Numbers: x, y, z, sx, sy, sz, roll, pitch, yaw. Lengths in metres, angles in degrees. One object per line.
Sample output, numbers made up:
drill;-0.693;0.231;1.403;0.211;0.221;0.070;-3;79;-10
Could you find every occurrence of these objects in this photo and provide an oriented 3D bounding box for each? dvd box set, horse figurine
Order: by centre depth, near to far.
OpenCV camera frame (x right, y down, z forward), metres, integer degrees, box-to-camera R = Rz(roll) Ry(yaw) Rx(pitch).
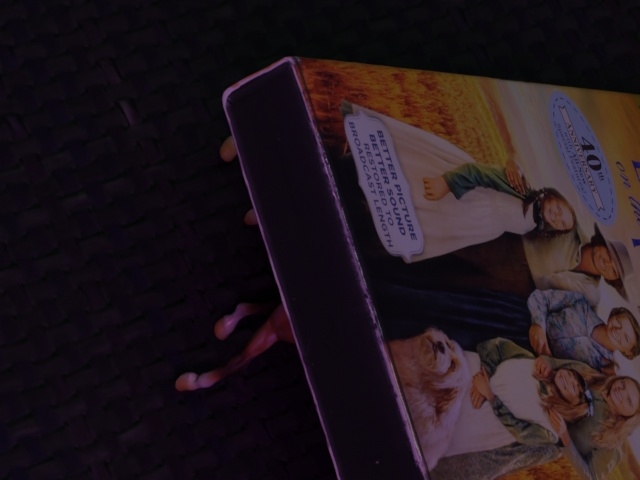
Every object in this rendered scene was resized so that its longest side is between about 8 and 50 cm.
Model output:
dvd box set;0.135;0.047;1.189;0.420;0.062;0.307;1;68;-52
horse figurine;0.000;0.000;1.215;0.066;0.174;0.263;34;57;-40
